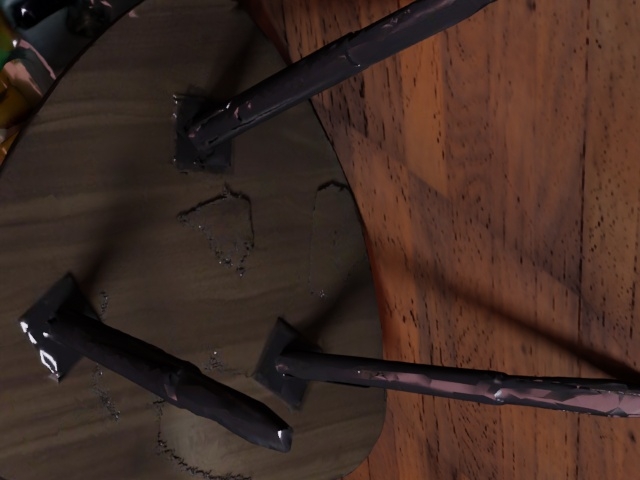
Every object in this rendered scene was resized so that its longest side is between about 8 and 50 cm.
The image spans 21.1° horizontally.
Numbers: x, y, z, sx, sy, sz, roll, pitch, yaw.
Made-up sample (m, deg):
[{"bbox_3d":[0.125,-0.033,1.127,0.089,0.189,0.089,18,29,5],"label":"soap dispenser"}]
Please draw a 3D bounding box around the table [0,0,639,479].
[{"bbox_3d":[0.000,0.000,0.893,0.249,0.317,0.317,-3,117,49],"label":"table"}]

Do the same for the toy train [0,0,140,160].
[{"bbox_3d":[-0.210,-0.206,1.106,0.429,0.178,0.249,56,167,6],"label":"toy train"}]
